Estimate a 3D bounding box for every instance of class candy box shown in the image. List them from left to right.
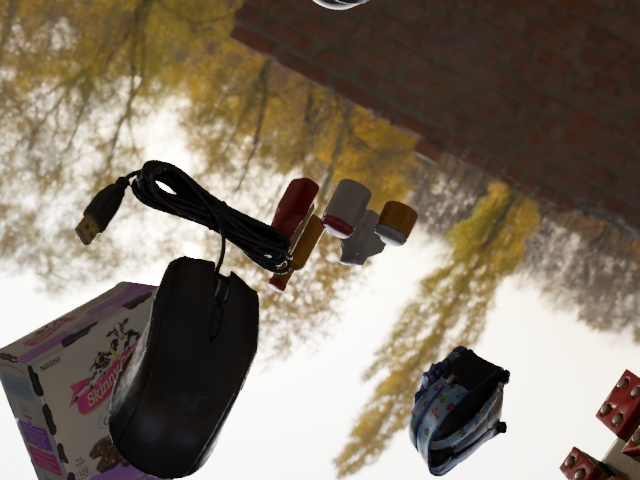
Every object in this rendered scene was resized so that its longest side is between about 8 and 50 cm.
[{"bbox_3d":[-0.209,0.162,0.894,0.070,0.196,0.165,5,-154,42],"label":"candy box"}]

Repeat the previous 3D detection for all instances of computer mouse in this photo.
[{"bbox_3d":[-0.121,0.044,0.726,0.184,0.060,0.262,33,-130,-15],"label":"computer mouse"}]

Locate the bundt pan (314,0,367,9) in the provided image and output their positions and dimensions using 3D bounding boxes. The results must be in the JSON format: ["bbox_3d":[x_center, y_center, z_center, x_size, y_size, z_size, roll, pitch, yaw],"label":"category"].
[{"bbox_3d":[0.087,-0.438,1.207,0.124,0.331,0.331,42,-174,-15],"label":"bundt pan"}]

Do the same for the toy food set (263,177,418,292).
[{"bbox_3d":[0.000,0.000,1.036,0.111,0.104,0.232,37,161,-29],"label":"toy food set"}]

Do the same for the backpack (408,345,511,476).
[{"bbox_3d":[0.198,0.267,1.386,0.173,0.158,0.117,-35,-133,-30],"label":"backpack"}]

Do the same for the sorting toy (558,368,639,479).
[{"bbox_3d":[0.453,0.317,1.288,0.089,0.257,0.255,32,-174,-7],"label":"sorting toy"}]
